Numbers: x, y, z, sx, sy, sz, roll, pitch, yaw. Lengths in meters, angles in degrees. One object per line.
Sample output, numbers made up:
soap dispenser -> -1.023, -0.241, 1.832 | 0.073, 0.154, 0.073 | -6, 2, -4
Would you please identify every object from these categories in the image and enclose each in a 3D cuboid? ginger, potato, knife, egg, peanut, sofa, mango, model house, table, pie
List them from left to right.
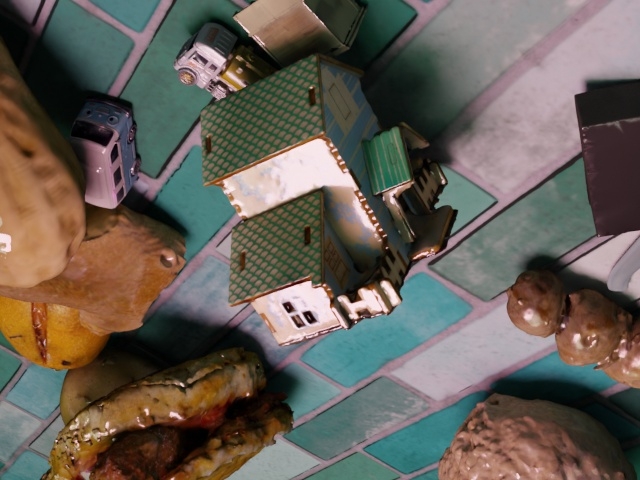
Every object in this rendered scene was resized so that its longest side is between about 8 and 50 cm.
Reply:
peanut -> -0.377, -0.129, 1.035 | 0.387, 0.169, 0.192 | 63, 165, -13
mango -> -0.378, 0.082, 1.385 | 0.177, 0.120, 0.295 | 16, 143, 6
ginger -> -0.305, 0.033, 1.230 | 0.275, 0.130, 0.221 | -3, 139, 1
potato -> -0.342, 0.229, 1.542 | 0.117, 0.182, 0.202 | 45, 167, 9
pie -> -0.249, 0.306, 1.444 | 0.418, 0.395, 0.180 | -38, 76, 49
table -> -0.018, -0.204, 0.881 | 0.079, 0.062, 0.083 | -22, 125, 43
model house -> 0.003, -0.064, 0.897 | 0.178, 0.271, 0.206 | -21, 111, 32
egg -> 0.279, 0.345, 1.262 | 0.279, 0.279, 0.310 | -1, 110, 29
ginger -> 0.296, 0.093, 1.080 | 0.204, 0.080, 0.104 | 22, 130, -2
sofa -> 0.282, -0.076, 0.900 | 0.085, 0.060, 0.147 | -9, 135, 15
knife -> 0.336, -0.009, 0.983 | 0.028, 0.015, 0.210 | 27, 144, 6

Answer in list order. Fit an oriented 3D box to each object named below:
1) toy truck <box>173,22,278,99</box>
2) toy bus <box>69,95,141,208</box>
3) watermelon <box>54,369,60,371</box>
toy truck -> -0.079, -0.162, 0.976 | 0.123, 0.052, 0.063 | 34, 138, -17
toy bus -> -0.249, -0.097, 1.128 | 0.060, 0.075, 0.123 | 17, 144, 7
watermelon -> -0.407, 0.160, 1.576 | 0.085, 0.085, 0.061 | 11, 172, 15
